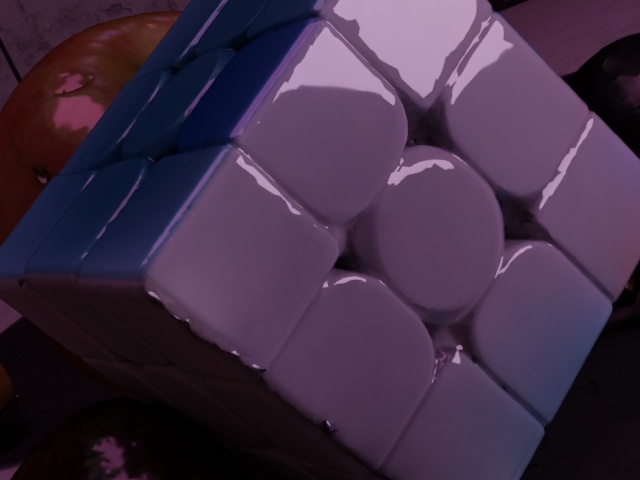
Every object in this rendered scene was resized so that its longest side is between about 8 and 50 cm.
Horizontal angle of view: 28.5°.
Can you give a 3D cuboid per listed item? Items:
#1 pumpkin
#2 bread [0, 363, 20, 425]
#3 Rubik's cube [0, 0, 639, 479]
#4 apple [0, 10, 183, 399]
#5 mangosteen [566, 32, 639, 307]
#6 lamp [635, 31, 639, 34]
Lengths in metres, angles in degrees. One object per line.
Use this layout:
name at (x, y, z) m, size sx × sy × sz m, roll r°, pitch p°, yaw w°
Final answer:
pumpkin at (-0.173, 0.210, 0.873) m, size 0.169 × 0.148 × 0.312 m, roll -31°, pitch 10°, yaw -39°
bread at (-0.482, 0.207, 1.427) m, size 0.262 × 0.163 × 0.204 m, roll -45°, pitch 30°, yaw -17°
Rubik's cube at (0.000, 0.000, 0.865) m, size 0.290 × 0.291 × 0.291 m, roll -56°, pitch 24°, yaw -19°
apple at (-0.121, -0.030, 1.205) m, size 0.391 × 0.347 × 0.391 m, roll 4°, pitch 41°, yaw -4°
mangosteen at (0.284, -0.053, 0.968) m, size 0.216 × 0.216 × 0.216 m, roll -24°, pitch 13°, yaw 6°
lamp at (0.310, -0.153, 1.354) m, size 0.266 × 0.047 × 0.269 m, roll -27°, pitch -10°, yaw -47°
